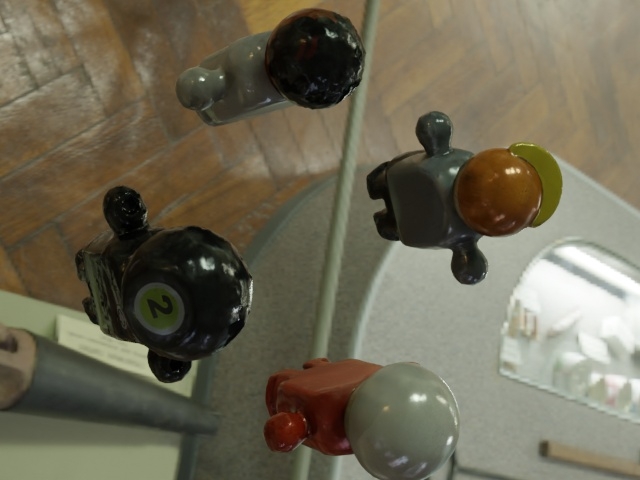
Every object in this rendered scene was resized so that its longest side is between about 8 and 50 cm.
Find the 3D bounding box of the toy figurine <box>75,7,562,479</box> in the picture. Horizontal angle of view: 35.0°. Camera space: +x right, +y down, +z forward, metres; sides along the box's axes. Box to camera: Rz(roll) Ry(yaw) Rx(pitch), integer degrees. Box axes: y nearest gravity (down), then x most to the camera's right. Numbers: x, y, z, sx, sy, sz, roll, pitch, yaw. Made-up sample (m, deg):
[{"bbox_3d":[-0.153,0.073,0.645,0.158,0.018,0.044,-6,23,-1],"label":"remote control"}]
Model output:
[{"bbox_3d":[0.000,0.000,0.529,0.213,0.148,0.210,35,75,-22],"label":"toy figurine"}]
